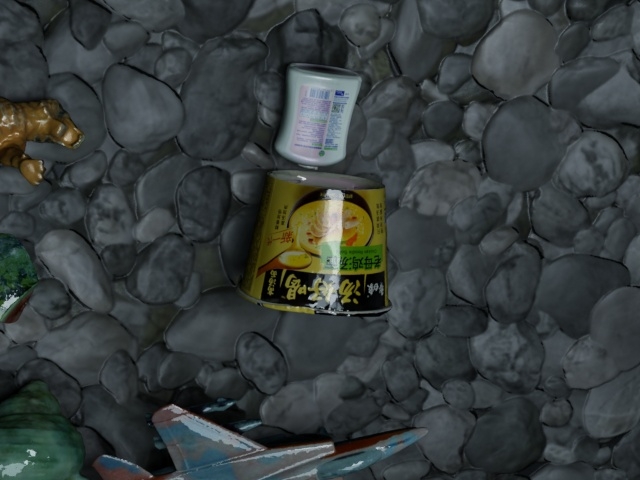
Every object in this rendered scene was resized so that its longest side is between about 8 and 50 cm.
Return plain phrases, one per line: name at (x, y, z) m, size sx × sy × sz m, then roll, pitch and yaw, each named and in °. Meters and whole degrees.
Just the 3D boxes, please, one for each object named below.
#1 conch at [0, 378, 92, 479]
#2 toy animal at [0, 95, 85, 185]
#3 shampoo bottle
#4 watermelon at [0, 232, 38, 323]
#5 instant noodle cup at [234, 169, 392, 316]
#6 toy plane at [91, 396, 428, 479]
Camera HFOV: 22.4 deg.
conch at (-0.281, 0.238, 1.548) m, size 0.176 × 0.122 × 0.188 m, roll 5°, pitch 111°, yaw -11°
toy animal at (-0.341, -0.041, 1.453) m, size 0.255 × 0.116 × 0.114 m, roll -43°, pitch 100°, yaw 12°
shampoo bottle at (-0.004, -0.115, 1.529) m, size 0.072 × 0.043 × 0.099 m, roll 5°, pitch 110°, yaw -16°
watermelon at (-0.311, 0.036, 1.507) m, size 0.085 × 0.072 × 0.092 m, roll 26°, pitch 63°, yaw -11°
instant noodle cup at (0.000, 0.000, 1.527) m, size 0.151 × 0.151 × 0.122 m, roll 5°, pitch 98°, yaw -16°
toy plane at (-0.053, 0.231, 1.616) m, size 0.326 × 0.104 × 0.222 m, roll -19°, pitch 115°, yaw -9°
